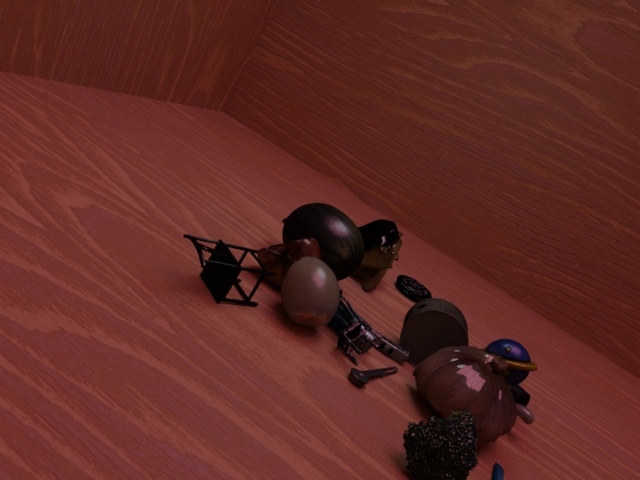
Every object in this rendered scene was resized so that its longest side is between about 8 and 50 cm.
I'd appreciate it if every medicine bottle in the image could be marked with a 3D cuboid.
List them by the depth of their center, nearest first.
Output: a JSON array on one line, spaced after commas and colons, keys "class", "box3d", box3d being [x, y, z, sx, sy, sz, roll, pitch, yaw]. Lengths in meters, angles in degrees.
[{"class": "medicine bottle", "box3d": [0.084, 0.258, 1.759, 0.258, 0.079, 0.124, 40, 29, 28]}]

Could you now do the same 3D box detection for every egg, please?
[{"class": "egg", "box3d": [-0.030, 0.151, 1.647, 0.183, 0.183, 0.217, 21, 59, -28]}]

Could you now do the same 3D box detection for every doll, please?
[{"class": "doll", "box3d": [0.571, 0.440, 1.777, 0.311, 0.242, 0.160, 8, 12, 27]}]

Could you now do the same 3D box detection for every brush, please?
[{"class": "brush", "box3d": [0.167, 0.403, 1.597, 0.062, 0.027, 0.266, 42, 17, 32]}]

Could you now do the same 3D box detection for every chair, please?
[{"class": "chair", "box3d": [-0.283, 0.088, 1.538, 0.260, 0.141, 0.154, 16, 22, -43]}, {"class": "chair", "box3d": [0.080, 0.268, 1.641, 0.102, 0.084, 0.212, -32, 59, -26]}]

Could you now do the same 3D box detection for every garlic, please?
[{"class": "garlic", "box3d": [0.442, 0.454, 1.593, 0.322, 0.240, 0.322, 8, 28, -4]}]

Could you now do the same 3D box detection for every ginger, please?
[{"class": "ginger", "box3d": [0.203, 0.066, 2.355, 0.413, 0.359, 0.211, -66, 140, -73]}]

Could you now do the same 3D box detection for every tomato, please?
[{"class": "tomato", "box3d": [-0.096, 0.085, 1.795, 0.181, 0.214, 0.155, 5, 69, -76]}]

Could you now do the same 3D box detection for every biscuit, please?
[{"class": "biscuit", "box3d": [0.437, 0.228, 2.474, 0.195, 0.053, 0.194, 27, 18, -9]}]

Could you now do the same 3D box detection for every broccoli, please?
[{"class": "broccoli", "box3d": [0.287, 0.500, 1.316, 0.194, 0.220, 0.194, 49, -11, 13]}]

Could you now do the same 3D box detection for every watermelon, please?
[{"class": "watermelon", "box3d": [0.000, 0.000, 2.013, 0.279, 0.278, 0.359, 9, 27, -50]}]

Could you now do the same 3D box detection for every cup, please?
[{"class": "cup", "box3d": [0.641, 0.544, 1.863, 0.114, 0.150, 0.138, -18, 38, -21]}]

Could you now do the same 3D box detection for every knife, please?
[{"class": "knife", "box3d": [0.454, 0.651, 1.359, 0.044, 0.026, 0.297, 38, 16, 15]}]

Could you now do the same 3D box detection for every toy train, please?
[{"class": "toy train", "box3d": [0.199, 0.340, 1.782, 0.208, 0.043, 0.047, 33, 17, 9]}]

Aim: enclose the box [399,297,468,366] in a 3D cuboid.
[{"class": "box", "box3d": [0.395, 0.325, 1.838, 0.226, 0.226, 0.149, 32, 17, 6]}]
